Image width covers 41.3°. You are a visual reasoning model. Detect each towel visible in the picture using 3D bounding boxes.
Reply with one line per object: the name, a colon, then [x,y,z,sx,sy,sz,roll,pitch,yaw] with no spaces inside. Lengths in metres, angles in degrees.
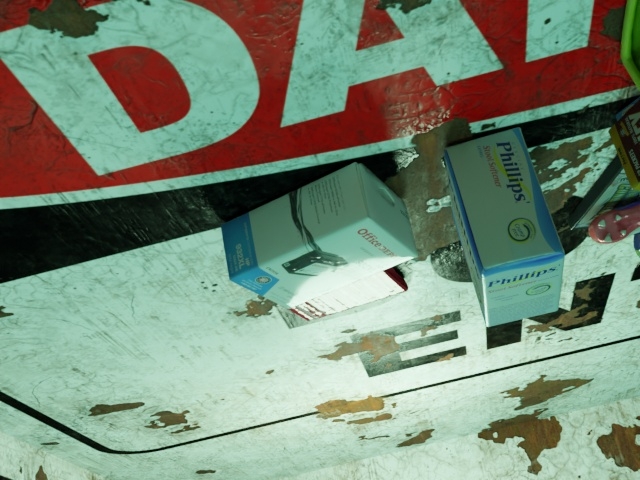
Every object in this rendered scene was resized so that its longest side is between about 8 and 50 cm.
towel: [0.055,0.120,1.998,0.274,0.031,0.199,-19,154,17]

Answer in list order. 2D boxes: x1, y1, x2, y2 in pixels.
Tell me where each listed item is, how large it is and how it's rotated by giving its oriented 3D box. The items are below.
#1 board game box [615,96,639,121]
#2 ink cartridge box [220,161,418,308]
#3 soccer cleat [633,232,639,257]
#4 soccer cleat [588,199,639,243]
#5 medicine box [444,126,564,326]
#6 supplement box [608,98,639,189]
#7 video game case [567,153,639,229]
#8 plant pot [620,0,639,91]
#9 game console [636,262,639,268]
board game box: [0.671,-0.240,1.549,0.211,0.039,0.160,9,146,-32]
ink cartridge box: [0.000,0.000,1.643,0.307,0.129,0.223,-24,150,22]
soccer cleat: [0.793,0.026,1.970,0.093,0.121,0.289,-14,167,34]
soccer cleat: [0.691,-0.055,1.810,0.248,0.083,0.095,-19,-176,4]
medicine box: [0.343,-0.017,1.598,0.149,0.264,0.289,-15,152,6]
supplement box: [0.645,-0.186,1.458,0.194,0.129,0.191,2,149,-22]
video game case: [0.694,-0.111,1.805,0.248,0.035,0.275,-5,152,-13]
plant pot: [0.589,-0.293,1.233,0.207,0.227,0.228,-21,151,3]
game console: [0.893,0.064,2.178,0.071,0.107,0.122,-32,161,-24]
